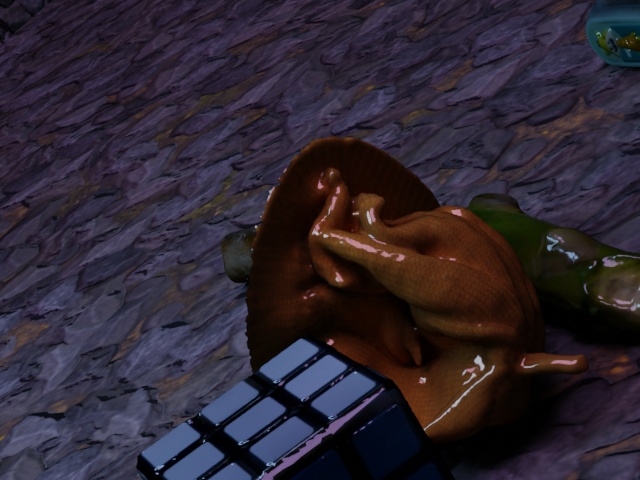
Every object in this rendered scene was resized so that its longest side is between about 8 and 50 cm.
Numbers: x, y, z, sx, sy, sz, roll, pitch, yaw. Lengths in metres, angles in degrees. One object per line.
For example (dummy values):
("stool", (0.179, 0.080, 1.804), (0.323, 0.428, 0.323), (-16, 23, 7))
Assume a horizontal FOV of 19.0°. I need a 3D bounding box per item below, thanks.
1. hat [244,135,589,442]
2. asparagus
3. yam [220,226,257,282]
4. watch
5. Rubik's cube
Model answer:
("hat", (0.104, 0.054, 1.410), (0.233, 0.244, 0.233), (17, 30, 42))
("asparagus", (0.187, 0.021, 1.533), (0.343, 0.085, 0.082), (-152, 75, -66))
("yam", (0.000, 0.000, 1.854), (0.253, 0.061, 0.061), (-13, 27, 41))
("watch", (0.375, -0.243, 1.906), (0.195, 0.068, 0.237), (-35, 17, -19))
("Rubik's cube", (-0.004, 0.184, 1.299), (0.160, 0.162, 0.163), (-35, 20, -13))
